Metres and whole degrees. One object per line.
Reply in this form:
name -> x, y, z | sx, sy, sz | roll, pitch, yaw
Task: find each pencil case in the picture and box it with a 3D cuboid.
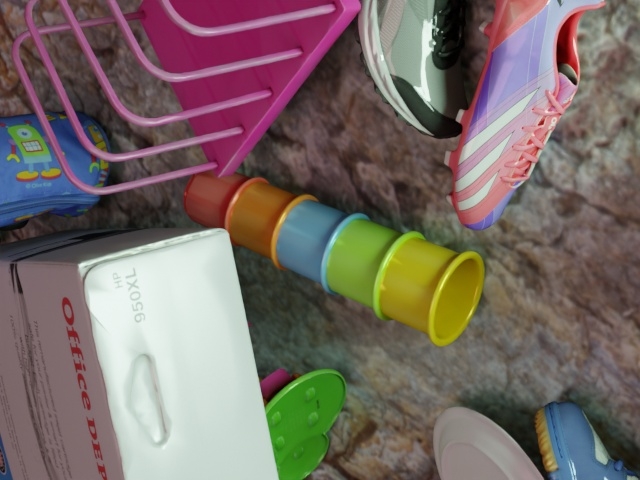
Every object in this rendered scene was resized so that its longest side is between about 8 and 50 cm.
pencil case -> -0.353, -0.063, 1.522 | 0.133, 0.306, 0.119 | 49, 124, 19

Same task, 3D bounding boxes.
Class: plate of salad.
plate of salad -> 0.179, 0.245, 1.419 | 0.200, 0.048, 0.199 | 45, 150, 35

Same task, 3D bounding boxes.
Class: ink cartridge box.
ink cartridge box -> -0.226, 0.140, 1.520 | 0.395, 0.166, 0.285 | 0, 104, 58

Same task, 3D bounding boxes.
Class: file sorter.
file sorter -> -0.140, -0.196, 1.324 | 0.202, 0.182, 0.290 | 63, 144, 15

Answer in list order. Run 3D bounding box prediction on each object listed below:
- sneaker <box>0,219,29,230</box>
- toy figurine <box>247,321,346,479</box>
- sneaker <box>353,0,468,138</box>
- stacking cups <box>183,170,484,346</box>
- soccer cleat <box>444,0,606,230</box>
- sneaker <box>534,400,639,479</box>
sneaker -> -0.453, -0.037, 1.746 | 0.293, 0.102, 0.146 | -9, 105, 39
toy figurine -> -0.070, 0.155, 1.560 | 0.159, 0.130, 0.173 | 41, 155, 32
sneaker -> 0.089, -0.217, 1.261 | 0.108, 0.100, 0.271 | -4, 107, 33
stacking cups -> 0.000, 0.000, 1.426 | 0.316, 0.096, 0.096 | 23, 122, 28
soccer cleat -> 0.172, -0.111, 1.259 | 0.095, 0.083, 0.248 | 22, 119, 23
sneaker -> 0.304, 0.263, 1.326 | 0.131, 0.112, 0.296 | -31, 82, 14
